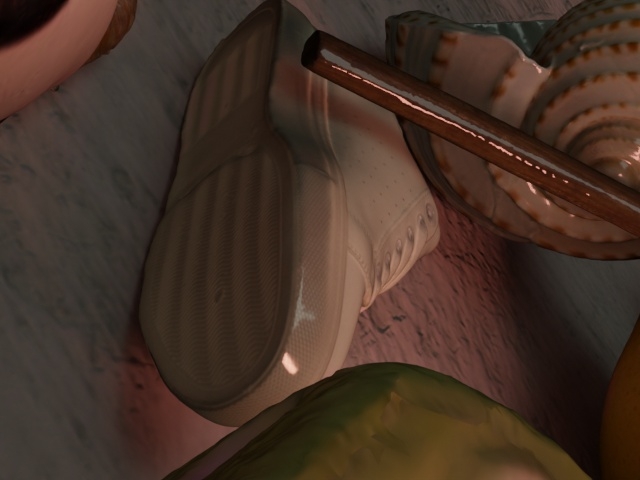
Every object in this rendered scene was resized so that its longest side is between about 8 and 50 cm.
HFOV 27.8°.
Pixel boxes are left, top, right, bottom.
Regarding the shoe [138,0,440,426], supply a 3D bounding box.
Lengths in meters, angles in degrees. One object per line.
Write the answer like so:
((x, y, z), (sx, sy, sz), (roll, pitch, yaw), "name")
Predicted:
((0.000, 0.000, 0.762), (0.160, 0.132, 0.363), (37, 27, -25), "shoe")

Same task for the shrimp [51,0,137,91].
((-0.178, -0.142, 0.736), (0.126, 0.047, 0.223), (44, 29, -9), "shrimp")

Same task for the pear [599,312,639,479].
((0.341, 0.133, 0.938), (0.285, 0.285, 0.336), (10, 69, -50), "pear")

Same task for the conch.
((0.199, -0.097, 1.034), (0.319, 0.302, 0.215), (-35, 130, -77), "conch")

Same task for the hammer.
((0.151, -0.044, 0.812), (0.365, 0.043, 0.111), (25, 30, -21), "hammer")

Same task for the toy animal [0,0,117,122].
((-0.202, -0.171, 0.543), (0.251, 0.251, 0.310), (29, 32, -37), "toy animal")

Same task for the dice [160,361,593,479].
((-0.016, 0.210, 0.400), (0.250, 0.254, 0.252), (54, 31, 1), "dice")
